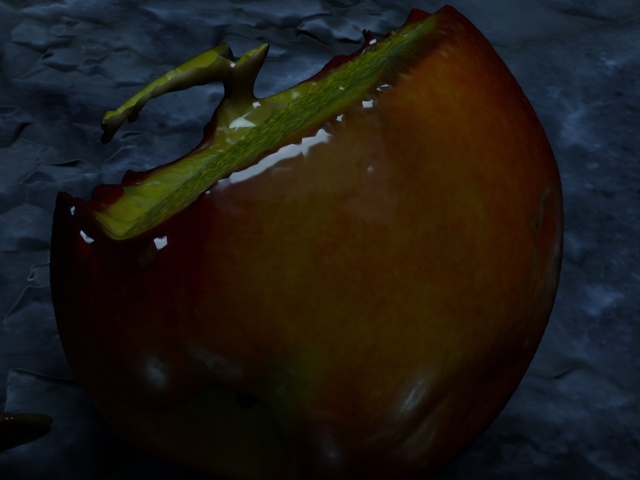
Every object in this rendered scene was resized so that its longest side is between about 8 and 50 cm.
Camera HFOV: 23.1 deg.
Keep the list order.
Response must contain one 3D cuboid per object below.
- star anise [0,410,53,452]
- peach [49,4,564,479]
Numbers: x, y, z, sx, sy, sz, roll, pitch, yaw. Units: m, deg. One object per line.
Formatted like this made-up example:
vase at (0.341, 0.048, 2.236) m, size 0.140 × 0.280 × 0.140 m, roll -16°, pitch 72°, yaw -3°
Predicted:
star anise at (-0.324, 0.146, 1.053) m, size 0.288 × 0.088 × 0.288 m, roll 10°, pitch 40°, yaw -8°
peach at (0.001, 0.021, 1.121) m, size 0.335 × 0.310 × 0.406 m, roll -12°, pitch 21°, yaw 33°
